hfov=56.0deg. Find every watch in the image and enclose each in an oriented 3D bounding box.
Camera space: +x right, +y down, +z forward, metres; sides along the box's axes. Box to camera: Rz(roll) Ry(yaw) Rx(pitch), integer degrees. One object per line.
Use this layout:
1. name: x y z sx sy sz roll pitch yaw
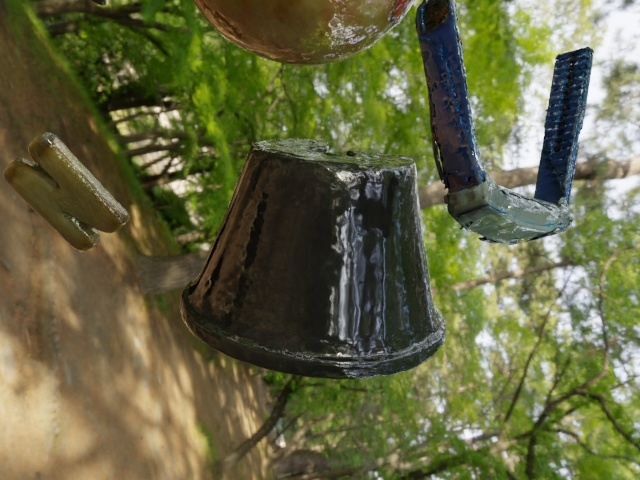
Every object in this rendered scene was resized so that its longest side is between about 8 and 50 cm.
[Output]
1. watch: 0.240 -0.131 0.711 0.068 0.277 0.274 -27 -115 54

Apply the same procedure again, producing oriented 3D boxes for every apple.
1. apple: -0.031 -0.478 0.950 0.346 0.392 0.391 46 24 -57

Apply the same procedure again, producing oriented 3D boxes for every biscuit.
1. biscuit: -0.635 -0.109 1.496 0.290 0.237 0.062 51 38 -19

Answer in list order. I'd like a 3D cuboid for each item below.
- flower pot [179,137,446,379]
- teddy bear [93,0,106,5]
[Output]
1. flower pot: 0.000 0.000 0.830 0.379 0.380 0.250 -120 -144 -69
2. teddy bear: -0.449 -0.516 1.165 0.119 0.161 0.077 112 2 -50
